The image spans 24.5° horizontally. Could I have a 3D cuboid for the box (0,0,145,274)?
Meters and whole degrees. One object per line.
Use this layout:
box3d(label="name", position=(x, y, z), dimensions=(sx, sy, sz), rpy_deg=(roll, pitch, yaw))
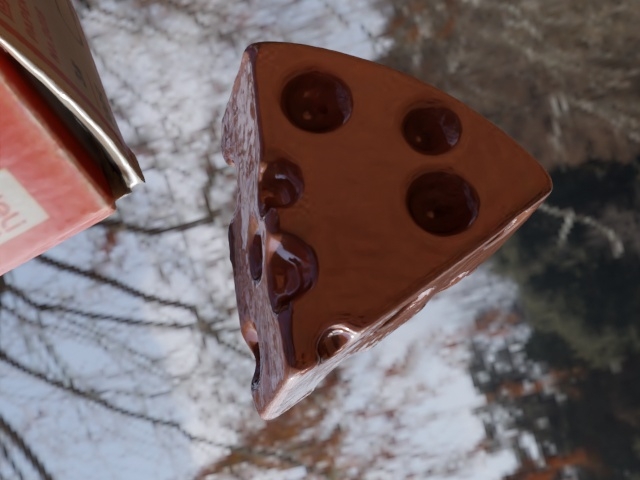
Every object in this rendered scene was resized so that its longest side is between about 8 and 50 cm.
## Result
box3d(label="box", position=(-0.158, -0.088, 0.599), dimensions=(0.133, 0.099, 0.182), rpy_deg=(54, -170, -46))

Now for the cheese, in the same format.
box3d(label="cheese", position=(0.000, -0.026, 0.895), dimensions=(0.177, 0.203, 0.128), rpy_deg=(52, 161, 9))
